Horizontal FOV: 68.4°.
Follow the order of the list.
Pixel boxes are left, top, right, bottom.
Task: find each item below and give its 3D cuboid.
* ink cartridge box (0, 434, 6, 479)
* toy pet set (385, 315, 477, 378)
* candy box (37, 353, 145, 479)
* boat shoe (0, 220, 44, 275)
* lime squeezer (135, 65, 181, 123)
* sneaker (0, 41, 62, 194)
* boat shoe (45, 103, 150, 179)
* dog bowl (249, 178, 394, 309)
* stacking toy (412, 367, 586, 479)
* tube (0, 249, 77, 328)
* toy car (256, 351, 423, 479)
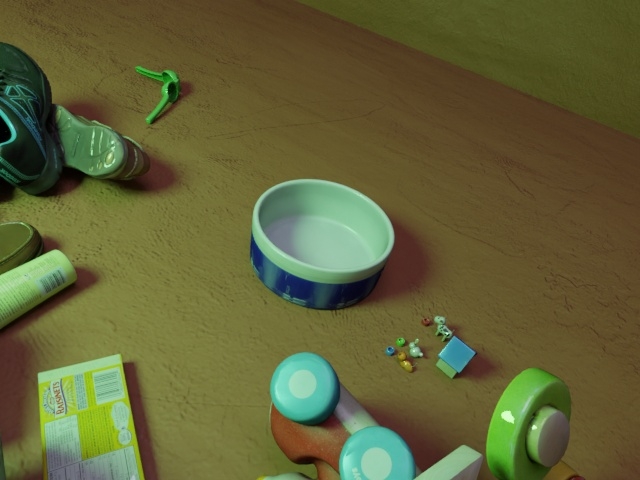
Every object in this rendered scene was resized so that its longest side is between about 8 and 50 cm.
[{"bbox_3d":[-0.374,0.306,0.366,0.223,0.129,0.307,-12,63,-27],"label":"ink cartridge box"},{"bbox_3d":[0.195,0.174,0.790,0.114,0.065,0.122,39,46,26],"label":"toy pet set"},{"bbox_3d":[-0.291,0.243,0.595,0.105,0.027,0.205,-11,46,-24],"label":"candy box"},{"bbox_3d":[-0.547,0.047,0.681,0.111,0.104,0.307,26,41,12],"label":"boat shoe"},{"bbox_3d":[-0.434,-0.417,1.281,0.110,0.058,0.310,-6,45,-23],"label":"lime squeezer"},{"bbox_3d":[-0.593,-0.259,0.891,0.125,0.139,0.340,-27,75,1],"label":"sneaker"},{"bbox_3d":[-0.486,-0.196,0.986,0.325,0.123,0.116,28,8,27],"label":"boat shoe"},{"bbox_3d":[0.000,0.000,0.899,0.265,0.104,0.264,8,41,-7],"label":"dog bowl"},{"bbox_3d":[0.232,0.306,0.478,0.309,0.279,0.130,-25,24,-32],"label":"stacking toy"},{"bbox_3d":[-0.479,0.095,0.680,0.070,0.062,0.240,28,42,19],"label":"tube"},{"bbox_3d":[-0.023,0.286,0.538,0.238,0.219,0.210,-42,62,-13],"label":"toy car"}]
